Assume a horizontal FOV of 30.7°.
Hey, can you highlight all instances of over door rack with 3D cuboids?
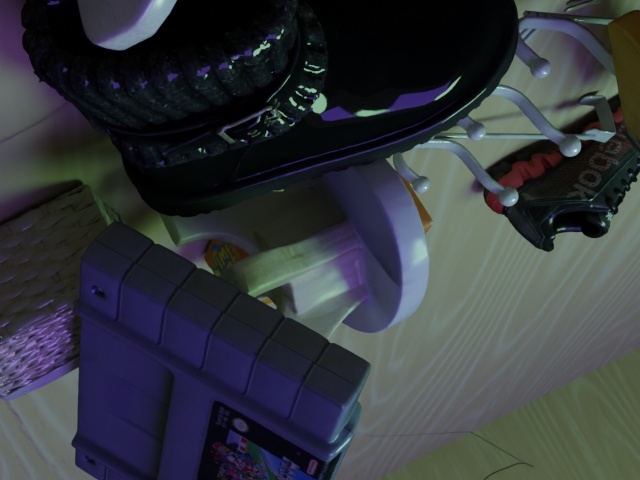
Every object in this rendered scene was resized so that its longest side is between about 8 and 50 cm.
[{"bbox_3d":[0.264,-0.140,1.185,0.324,0.108,0.239,-15,162,-34],"label":"over door rack"}]

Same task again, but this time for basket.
[{"bbox_3d":[-0.232,0.041,0.990,0.167,0.113,0.103,-28,155,-5],"label":"basket"}]

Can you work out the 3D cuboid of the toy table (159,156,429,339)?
[{"bbox_3d":[-0.028,0.025,1.016,0.161,0.252,0.274,-25,164,-19],"label":"toy table"}]

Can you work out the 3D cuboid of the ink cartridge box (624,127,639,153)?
[{"bbox_3d":[0.393,-0.088,1.192,0.087,0.153,0.208,-39,172,10],"label":"ink cartridge box"}]

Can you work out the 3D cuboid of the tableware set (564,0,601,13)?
[{"bbox_3d":[0.291,-0.269,1.074,0.154,0.024,0.104,-22,158,-10],"label":"tableware set"}]

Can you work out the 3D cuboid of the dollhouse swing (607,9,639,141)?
[{"bbox_3d":[0.445,-0.208,0.921,0.347,0.315,0.305,-27,148,-10],"label":"dollhouse swing"}]

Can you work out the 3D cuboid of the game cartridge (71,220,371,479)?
[{"bbox_3d":[-0.096,0.154,0.957,0.068,0.230,0.355,-50,166,-35],"label":"game cartridge"}]

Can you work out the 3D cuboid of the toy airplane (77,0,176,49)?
[{"bbox_3d":[0.014,-0.206,0.512,0.386,0.272,0.384,-24,159,-15],"label":"toy airplane"}]

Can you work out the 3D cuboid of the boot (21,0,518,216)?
[{"bbox_3d":[-0.012,-0.145,0.817,0.348,0.131,0.260,-27,159,-5],"label":"boot"}]

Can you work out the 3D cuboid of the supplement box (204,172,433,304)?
[{"bbox_3d":[0.000,0.000,1.239,0.233,0.078,0.080,-18,156,-29],"label":"supplement box"}]

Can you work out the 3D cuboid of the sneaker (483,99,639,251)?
[{"bbox_3d":[0.343,-0.080,1.421,0.276,0.135,0.097,-30,157,-3],"label":"sneaker"}]
